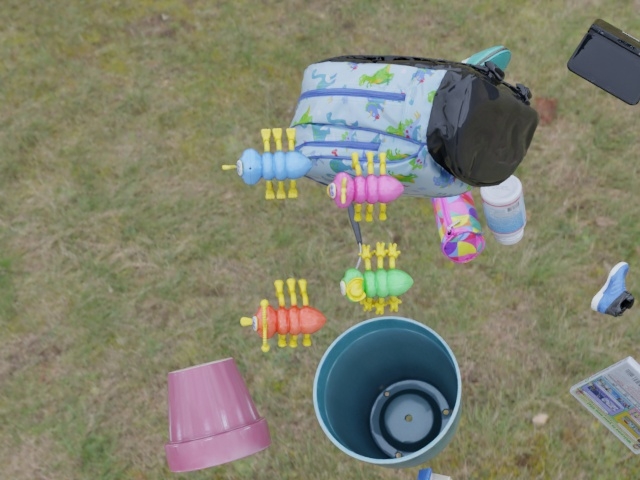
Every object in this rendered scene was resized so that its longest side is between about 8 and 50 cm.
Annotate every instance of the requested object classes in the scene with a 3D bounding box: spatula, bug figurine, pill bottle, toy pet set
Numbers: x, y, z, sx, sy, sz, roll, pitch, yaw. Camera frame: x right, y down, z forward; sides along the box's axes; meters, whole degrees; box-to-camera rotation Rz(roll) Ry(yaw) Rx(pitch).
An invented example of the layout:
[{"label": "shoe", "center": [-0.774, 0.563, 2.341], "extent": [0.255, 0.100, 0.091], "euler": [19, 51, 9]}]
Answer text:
[{"label": "spatula", "center": [0.096, 0.031, 2.100], "extent": [0.030, 0.084, 0.297], "euler": [-7, 70, 6]}, {"label": "bug figurine", "center": [0.000, 0.000, 0.989], "extent": [0.216, 0.279, 0.072], "euler": [-6, 9, -3]}, {"label": "pill bottle", "center": [0.400, -0.064, 1.776], "extent": [0.087, 0.160, 0.087], "euler": [-10, 49, 12]}, {"label": "toy pet set", "center": [0.190, 0.467, 1.455], "extent": [0.065, 0.122, 0.114], "euler": [4, 60, 27]}]

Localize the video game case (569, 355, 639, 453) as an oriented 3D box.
[{"label": "video game case", "center": [0.696, 0.370, 1.820], "extent": [0.212, 0.193, 0.023], "euler": [43, 50, 2]}]

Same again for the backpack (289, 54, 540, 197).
[{"label": "backpack", "center": [0.116, -0.180, 1.297], "extent": [0.355, 0.290, 0.273], "euler": [28, 101, 31]}]

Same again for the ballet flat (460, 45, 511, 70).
[{"label": "ballet flat", "center": [0.282, -0.313, 1.661], "extent": [0.087, 0.083, 0.247], "euler": [33, 79, 36]}]

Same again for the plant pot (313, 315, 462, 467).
[{"label": "plant pot", "center": [0.149, 0.318, 1.576], "extent": [0.271, 0.255, 0.272], "euler": [-7, 62, 14]}]

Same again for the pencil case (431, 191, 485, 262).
[{"label": "pencil case", "center": [0.301, -0.059, 1.825], "extent": [0.104, 0.104, 0.236], "euler": [-10, 41, 5]}]

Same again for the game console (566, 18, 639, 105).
[{"label": "game console", "center": [0.456, -0.278, 1.263], "extent": [0.122, 0.071, 0.107], "euler": [33, 32, 8]}]

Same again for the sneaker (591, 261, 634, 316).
[{"label": "sneaker", "center": [0.732, 0.123, 1.986], "extent": [0.084, 0.058, 0.152], "euler": [24, 61, 40]}]

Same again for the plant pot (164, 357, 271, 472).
[{"label": "plant pot", "center": [-0.209, 0.325, 1.559], "extent": [0.201, 0.201, 0.180], "euler": [-14, 84, 2]}]
